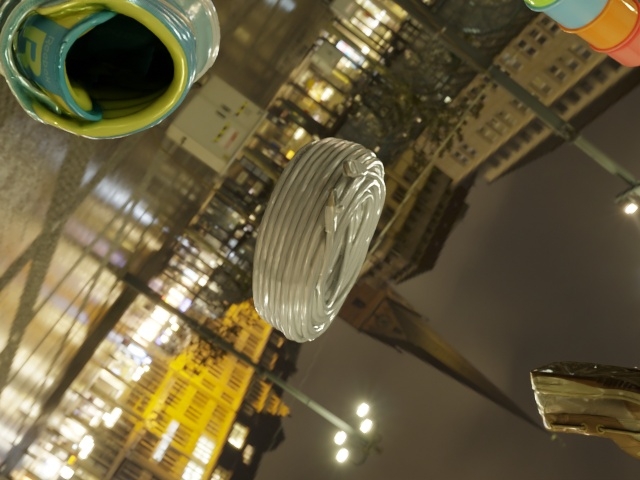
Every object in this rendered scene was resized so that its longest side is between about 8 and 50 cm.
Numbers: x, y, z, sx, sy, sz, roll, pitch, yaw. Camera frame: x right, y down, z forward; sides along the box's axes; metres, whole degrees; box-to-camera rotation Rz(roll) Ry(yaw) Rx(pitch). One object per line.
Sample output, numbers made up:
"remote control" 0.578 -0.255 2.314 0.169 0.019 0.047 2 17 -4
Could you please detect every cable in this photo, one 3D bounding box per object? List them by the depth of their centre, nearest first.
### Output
"cable" 0.000 0.000 0.893 0.257 0.089 0.257 -30 139 -68

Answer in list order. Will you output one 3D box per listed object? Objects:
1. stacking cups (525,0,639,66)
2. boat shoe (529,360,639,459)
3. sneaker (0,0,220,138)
"stacking cups" 0.289 -0.291 0.850 0.096 0.316 0.095 -31 -132 42
"boat shoe" 0.182 0.098 0.404 0.050 0.045 0.135 -9 -175 -34
"sneaker" -0.234 -0.165 0.524 0.208 0.319 0.127 -103 -159 -62
